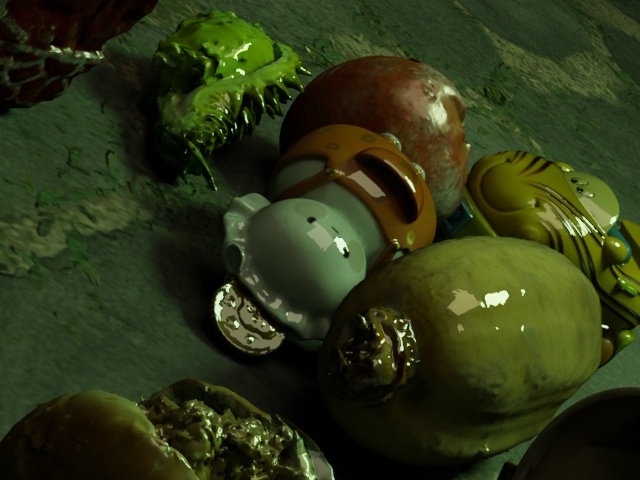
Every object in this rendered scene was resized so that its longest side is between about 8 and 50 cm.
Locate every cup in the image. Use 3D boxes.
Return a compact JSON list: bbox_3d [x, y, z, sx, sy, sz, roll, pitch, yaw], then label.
[{"bbox_3d":[0.241,0.218,1.123,0.200,0.191,0.253,26,-8,-35],"label":"cup"}]

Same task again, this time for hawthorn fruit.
[{"bbox_3d":[0.049,-0.085,1.411,0.173,0.173,0.173,32,23,-15],"label":"hawthorn fruit"}]

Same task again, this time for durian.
[{"bbox_3d":[-0.084,-0.138,1.387,0.132,0.106,0.375,29,19,-7],"label":"durian"}]

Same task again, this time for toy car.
[{"bbox_3d":[0.232,0.004,1.521,0.248,0.142,0.200,31,21,-38],"label":"toy car"}]

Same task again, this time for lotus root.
[{"bbox_3d":[0.092,0.078,1.145,0.151,0.169,0.343,46,23,25],"label":"lotus root"}]

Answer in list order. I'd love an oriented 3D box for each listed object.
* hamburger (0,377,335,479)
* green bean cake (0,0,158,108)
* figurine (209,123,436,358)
[{"bbox_3d":[-0.079,0.149,0.771,0.185,0.159,0.131,27,10,30],"label":"hamburger"},{"bbox_3d":[-0.198,-0.198,1.159,0.097,0.232,0.198,53,22,24],"label":"green bean cake"},{"bbox_3d":[-0.004,0.003,1.224,0.143,0.143,0.271,41,57,6],"label":"figurine"}]
